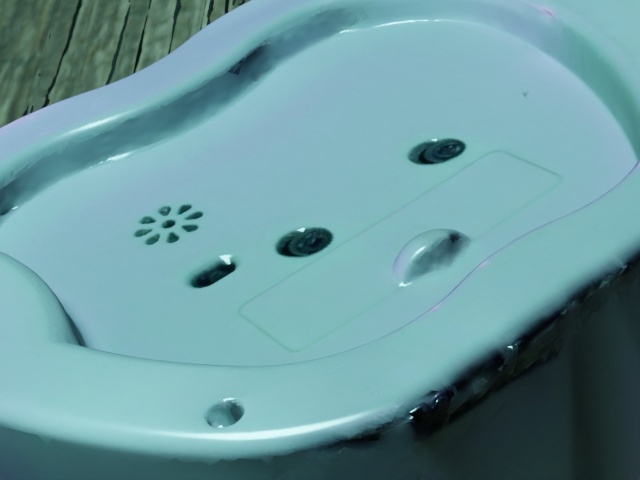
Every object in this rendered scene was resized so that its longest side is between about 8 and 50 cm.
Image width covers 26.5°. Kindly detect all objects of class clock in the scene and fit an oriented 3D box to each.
[{"bbox_3d":[0.000,0.000,0.526,0.339,0.102,0.338,-11,33,7],"label":"clock"}]
